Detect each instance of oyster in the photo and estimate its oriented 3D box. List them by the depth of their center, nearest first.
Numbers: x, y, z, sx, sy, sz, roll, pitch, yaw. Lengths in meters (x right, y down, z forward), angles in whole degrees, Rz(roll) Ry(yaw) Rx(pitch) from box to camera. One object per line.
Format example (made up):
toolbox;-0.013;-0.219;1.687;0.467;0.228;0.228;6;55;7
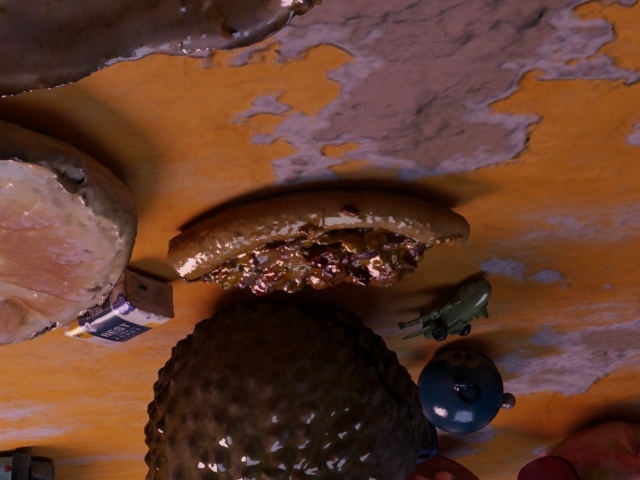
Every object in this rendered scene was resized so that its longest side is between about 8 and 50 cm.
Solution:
oyster;-0.145;-0.187;0.958;0.361;0.096;0.221;-12;149;12

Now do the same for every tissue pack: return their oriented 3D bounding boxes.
tissue pack;-0.177;0.061;1.533;0.083;0.042;0.062;-24;152;34

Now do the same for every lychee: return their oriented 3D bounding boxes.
lychee;-0.037;0.178;1.586;0.255;0.274;0.255;22;152;13

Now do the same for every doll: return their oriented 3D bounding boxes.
doll;0.141;0.157;1.774;0.114;0.086;0.152;3;166;6

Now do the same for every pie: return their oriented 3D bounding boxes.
pie;-0.286;-0.002;1.341;0.337;0.075;0.337;-8;151;-5

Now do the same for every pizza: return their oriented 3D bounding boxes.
pizza;0.000;0.003;1.434;0.246;0.058;0.127;1;155;-10

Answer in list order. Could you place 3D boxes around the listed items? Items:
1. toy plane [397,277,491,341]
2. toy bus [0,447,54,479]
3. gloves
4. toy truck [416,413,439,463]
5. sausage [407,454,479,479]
toy plane;0.125;0.068;1.625;0.102;0.040;0.111;-11;165;-40
toy bus;-0.370;0.344;1.988;0.164;0.133;0.271;-3;153;4
gloves;0.337;0.263;2.010;0.241;0.126;0.145;-12;146;-49
toy truck;0.050;0.239;1.931;0.088;0.074;0.201;6;153;-34
sausage;0.088;0.326;2.046;0.148;0.148;0.254;13;148;-35
